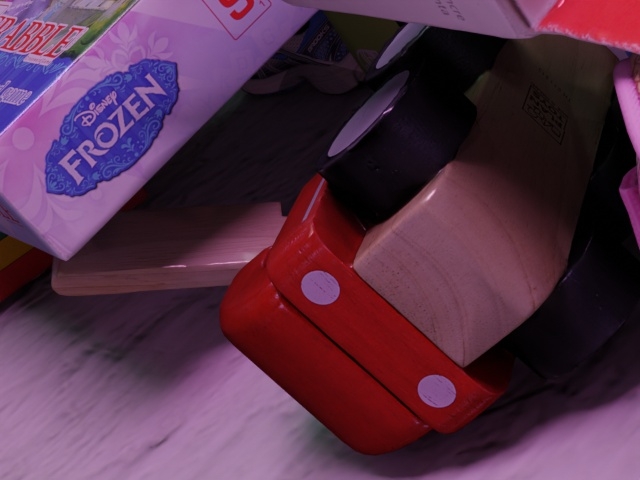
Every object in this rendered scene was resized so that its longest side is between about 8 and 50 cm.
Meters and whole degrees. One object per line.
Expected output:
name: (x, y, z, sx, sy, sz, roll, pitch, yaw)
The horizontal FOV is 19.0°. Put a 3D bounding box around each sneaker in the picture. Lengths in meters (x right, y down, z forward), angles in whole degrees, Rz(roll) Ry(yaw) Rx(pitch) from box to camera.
sneaker: (-0.017, -0.121, 1.109, 0.052, 0.058, 0.135, -46, 27, -26)

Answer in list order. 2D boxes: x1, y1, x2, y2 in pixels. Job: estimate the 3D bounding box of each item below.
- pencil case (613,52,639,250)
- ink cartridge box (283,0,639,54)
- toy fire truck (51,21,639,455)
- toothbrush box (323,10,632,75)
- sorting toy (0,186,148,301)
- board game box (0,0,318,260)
pencil case: (0.271, -0.067, 0.551, 0.386, 0.160, 0.167, -29, -14, 10)
ink cartridge box: (0.134, -0.187, 0.602, 0.261, 0.066, 0.296, 18, 65, 50)
toy fire truck: (0.000, 0.000, 0.798, 0.246, 0.158, 0.217, -42, 12, 31)
toothbrush box: (0.138, -0.176, 0.948, 0.206, 0.122, 0.283, -45, 26, -19)
sorting toy: (-0.201, -0.045, 1.153, 0.255, 0.089, 0.257, -23, 26, 20)
board game box: (-0.088, -0.143, 0.962, 0.318, 0.066, 0.318, -46, 25, -14)
